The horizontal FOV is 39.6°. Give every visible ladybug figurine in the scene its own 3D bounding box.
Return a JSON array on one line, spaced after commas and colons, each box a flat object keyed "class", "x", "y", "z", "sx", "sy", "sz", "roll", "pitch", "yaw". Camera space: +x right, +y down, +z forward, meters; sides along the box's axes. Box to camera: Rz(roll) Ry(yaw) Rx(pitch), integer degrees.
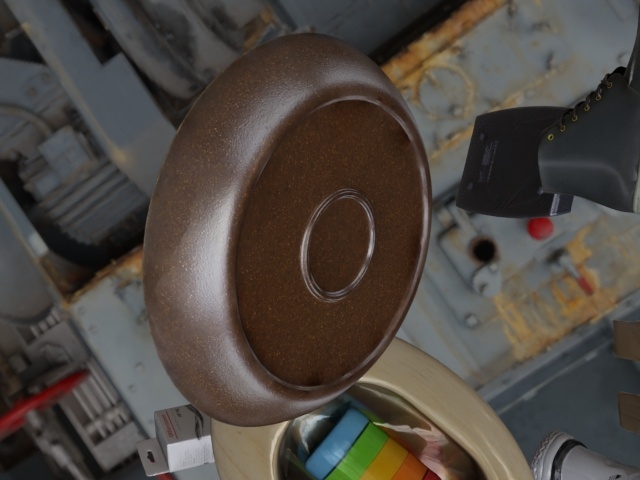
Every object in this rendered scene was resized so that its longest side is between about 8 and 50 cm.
[{"class": "ladybug figurine", "x": 0.061, "y": 0.275, "z": 1.069, "sx": 0.305, "sy": 0.449, "sz": 0.162, "roll": -46, "pitch": 175, "yaw": -4}]

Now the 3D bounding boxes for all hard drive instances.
[{"class": "hard drive", "x": 0.305, "y": -0.115, "z": 1.351, "sx": 0.054, "sy": 0.171, "sz": 0.255, "roll": 13, "pitch": 180, "yaw": -23}]

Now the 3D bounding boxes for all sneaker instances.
[{"class": "sneaker", "x": 0.464, "y": 0.452, "z": 1.436, "sx": 0.137, "sy": 0.210, "sz": 0.365, "roll": -54, "pitch": 141, "yaw": -22}, {"class": "sneaker", "x": 0.277, "y": -0.137, "z": 0.862, "sx": 0.118, "sy": 0.221, "sz": 0.083, "roll": 11, "pitch": -159, "yaw": 26}]

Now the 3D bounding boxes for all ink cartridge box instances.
[{"class": "ink cartridge box", "x": -0.224, "y": 0.337, "z": 1.540, "sx": 0.180, "sy": 0.060, "sz": 0.104, "roll": -9, "pitch": -153, "yaw": -21}]

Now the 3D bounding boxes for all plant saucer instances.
[{"class": "plant saucer", "x": 0.000, "y": 0.000, "z": 0.681, "sx": 0.050, "sy": 0.310, "sz": 0.311, "roll": 14, "pitch": -146, "yaw": 40}]

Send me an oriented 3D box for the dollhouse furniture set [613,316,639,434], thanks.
[{"class": "dollhouse furniture set", "x": 0.734, "y": 0.138, "z": 1.538, "sx": 0.362, "sy": 0.393, "sz": 0.256, "roll": -5, "pitch": -179, "yaw": -19}]
